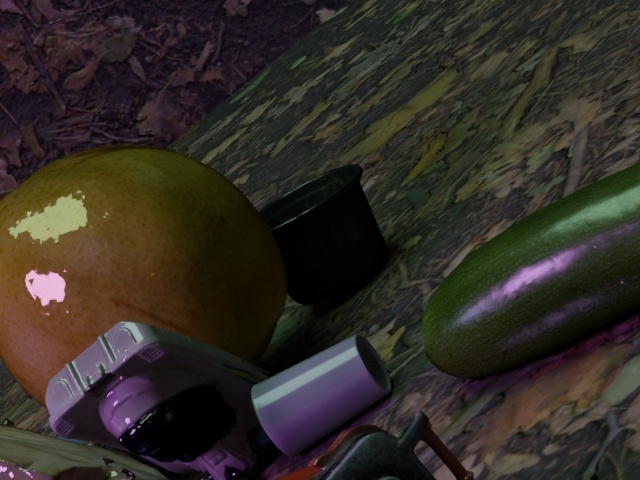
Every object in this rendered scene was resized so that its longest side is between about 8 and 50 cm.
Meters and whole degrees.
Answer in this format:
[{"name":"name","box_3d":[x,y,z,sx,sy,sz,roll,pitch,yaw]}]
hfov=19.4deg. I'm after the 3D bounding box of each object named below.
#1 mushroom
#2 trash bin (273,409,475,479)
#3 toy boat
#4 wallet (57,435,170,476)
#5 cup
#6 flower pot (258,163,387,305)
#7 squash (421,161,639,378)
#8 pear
[{"name":"mushroom","box_3d":[-0.274,0.264,1.788,0.286,0.151,0.156,12,4,19]},{"name":"trash bin","box_3d":[-0.001,0.222,1.226,0.184,0.161,0.239,-46,11,-28]},{"name":"toy boat","box_3d":[-0.122,0.162,1.701,0.141,0.269,0.140,-18,56,30]},{"name":"wallet","box_3d":[-0.263,0.276,1.928,0.231,0.069,0.170,-47,33,-17]},{"name":"cup","box_3d":[0.004,0.137,1.693,0.116,0.074,0.104,-32,-6,14]},{"name":"flower pot","box_3d":[0.000,0.000,2.035,0.157,0.107,0.157,-29,10,6]},{"name":"squash","box_3d":[0.220,0.009,1.446,0.395,0.107,0.107,-28,17,35]},{"name":"pear","box_3d":[-0.189,0.048,1.895,0.314,0.314,0.314,-36,14,10]}]
